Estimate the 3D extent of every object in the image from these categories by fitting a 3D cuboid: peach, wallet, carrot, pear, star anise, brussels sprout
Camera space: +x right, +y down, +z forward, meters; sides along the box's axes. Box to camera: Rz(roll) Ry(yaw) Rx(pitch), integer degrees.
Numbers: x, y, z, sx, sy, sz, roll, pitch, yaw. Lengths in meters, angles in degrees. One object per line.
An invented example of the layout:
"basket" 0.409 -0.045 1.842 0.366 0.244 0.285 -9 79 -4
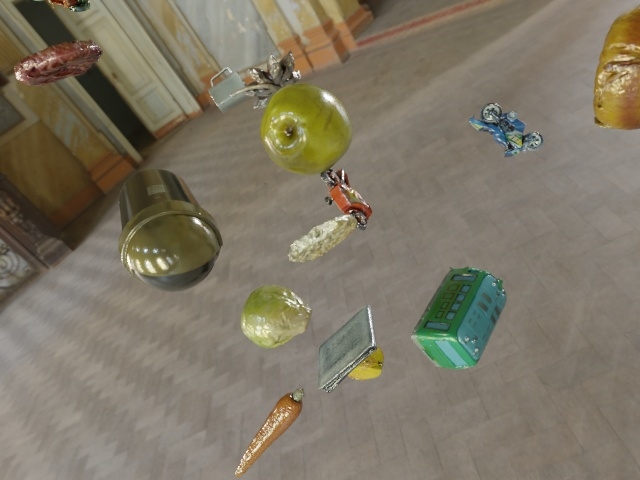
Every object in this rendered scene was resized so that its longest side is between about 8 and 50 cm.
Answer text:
"peach" 0.152 0.425 1.679 0.151 0.151 0.118 -39 4 -8
"wallet" 0.067 0.291 1.277 0.222 0.036 0.167 -48 21 26
"carrot" -0.137 0.518 1.274 0.335 0.069 0.069 -55 25 16
"pear" -0.036 -0.311 1.329 0.253 0.252 0.307 -23 11 20
"star anise" -0.169 -0.520 1.587 0.263 0.230 0.081 -27 67 -19
"brussels sprout" -0.203 0.328 2.036 0.317 0.242 0.274 23 38 33

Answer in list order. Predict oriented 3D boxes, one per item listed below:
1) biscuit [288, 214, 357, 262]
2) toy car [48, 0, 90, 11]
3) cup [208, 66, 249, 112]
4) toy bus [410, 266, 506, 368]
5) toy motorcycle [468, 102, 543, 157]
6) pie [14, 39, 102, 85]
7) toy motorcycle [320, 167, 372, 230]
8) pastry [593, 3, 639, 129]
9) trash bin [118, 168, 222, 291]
"biscuit" 0.000 0.000 1.161 0.188 0.040 0.265 -23 -13 -25
"toy car" -0.459 -0.434 0.803 0.143 0.073 0.054 23 50 18
"cup" -0.329 -0.542 1.693 0.130 0.128 0.095 -33 4 1
"toy bus" 0.471 0.247 1.569 0.200 0.183 0.343 -15 34 56
"toy motorcycle" 0.648 -0.379 1.674 0.254 0.092 0.135 43 96 17
"pie" -0.456 -0.310 0.831 0.155 0.036 0.154 -20 16 6
"toy motorcycle" 0.107 -0.161 1.866 0.089 0.298 0.171 -41 -19 33
"pastry" 0.861 -0.469 1.308 0.164 0.355 0.356 12 52 37
"trash bin" -0.346 -0.015 1.069 0.214 0.214 0.334 -37 42 -5
